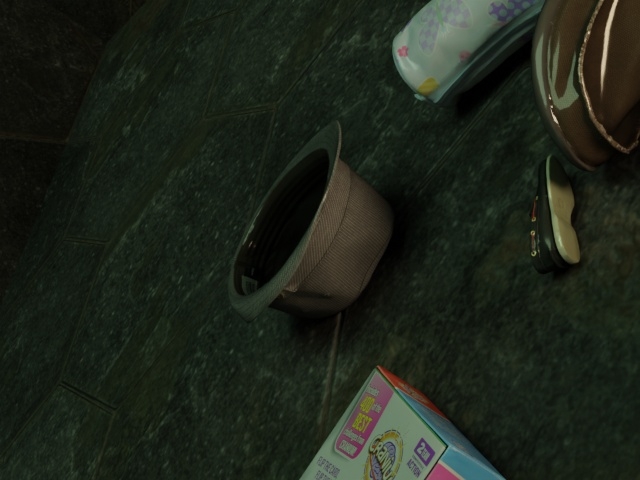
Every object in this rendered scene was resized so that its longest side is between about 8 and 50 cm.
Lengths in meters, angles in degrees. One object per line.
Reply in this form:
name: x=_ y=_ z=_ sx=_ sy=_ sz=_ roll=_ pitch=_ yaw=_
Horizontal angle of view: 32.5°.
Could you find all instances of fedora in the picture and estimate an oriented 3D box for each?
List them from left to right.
fedora: x=0.000 y=0.000 z=1.328 sx=0.275 sy=0.124 sz=0.243 roll=-48 pitch=24 yaw=38

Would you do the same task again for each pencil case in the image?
pencil case: x=0.209 y=-0.269 z=1.281 sx=0.273 sy=0.114 sz=0.124 roll=-37 pitch=59 yaw=36

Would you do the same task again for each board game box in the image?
board game box: x=0.016 y=0.288 z=0.989 sx=0.316 sy=0.064 sz=0.242 roll=-56 pitch=14 yaw=2

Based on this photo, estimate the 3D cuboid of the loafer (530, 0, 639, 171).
loafer: x=0.309 y=-0.237 z=1.037 sx=0.130 sy=0.134 sz=0.365 roll=2 pitch=66 yaw=49

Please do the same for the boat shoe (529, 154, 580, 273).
boat shoe: x=0.220 y=-0.027 z=1.057 sx=0.042 sy=0.049 sz=0.133 roll=-26 pitch=43 yaw=35
